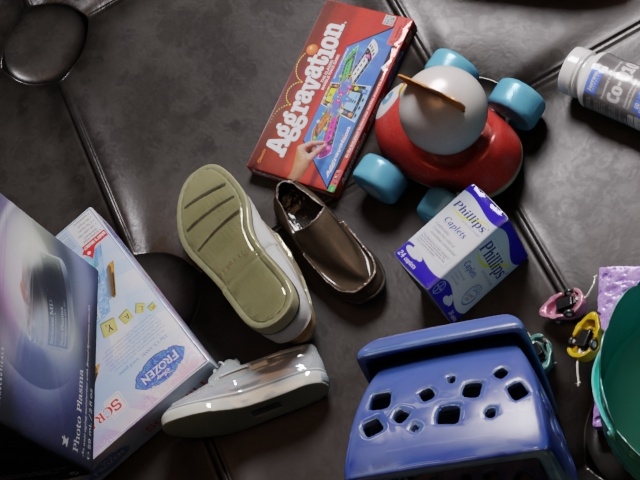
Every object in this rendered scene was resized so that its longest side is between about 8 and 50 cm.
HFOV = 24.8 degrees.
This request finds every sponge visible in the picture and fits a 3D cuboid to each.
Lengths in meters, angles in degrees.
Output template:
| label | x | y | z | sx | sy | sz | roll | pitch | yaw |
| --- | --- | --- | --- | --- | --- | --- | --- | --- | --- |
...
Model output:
| label | x | y | z | sx | sy | sz | roll | pitch | yaw |
| --- | --- | --- | --- | --- | --- | --- | --- | --- | --- |
| sponge | 0.396 | 0.132 | 1.771 | 0.117 | 0.031 | 0.210 | -1 | 68 | 20 |

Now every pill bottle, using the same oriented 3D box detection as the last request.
| label | x | y | z | sx | sy | sz | roll | pitch | yaw |
| --- | --- | --- | --- | --- | --- | --- | --- | --- | --- |
| pill bottle | 0.384 | -0.199 | 1.893 | 0.137 | 0.078 | 0.078 | 27 | 79 | 27 |

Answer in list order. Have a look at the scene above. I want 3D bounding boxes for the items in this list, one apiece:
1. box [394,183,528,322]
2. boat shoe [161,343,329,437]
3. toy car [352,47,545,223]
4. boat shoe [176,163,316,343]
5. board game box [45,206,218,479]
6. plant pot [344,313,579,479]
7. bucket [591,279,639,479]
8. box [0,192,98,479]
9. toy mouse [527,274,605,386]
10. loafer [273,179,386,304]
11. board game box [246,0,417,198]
| label | x | y | z | sx | sy | sz | roll | pitch | yaw |
| --- | --- | --- | --- | --- | --- | --- | --- | --- | --- |
| box | 0.181 | 0.019 | 1.842 | 0.137 | 0.126 | 0.072 | -42 | 60 | -1 |
| boat shoe | -0.101 | 0.194 | 1.901 | 0.227 | 0.079 | 0.081 | -17 | 56 | 5 |
| toy car | 0.146 | -0.164 | 1.870 | 0.210 | 0.238 | 0.219 | 30 | 79 | 28 |
| boat shoe | -0.101 | 0.026 | 1.954 | 0.113 | 0.103 | 0.302 | -36 | 52 | 9 |
| board game box | -0.345 | 0.168 | 1.997 | 0.318 | 0.066 | 0.318 | -40 | 61 | 0 |
| plant pot | 0.169 | 0.228 | 1.695 | 0.236 | 0.236 | 0.212 | -13 | 49 | 14 |
| bucket | 0.439 | 0.163 | 1.628 | 0.281 | 0.183 | 0.281 | -1 | 70 | 4 |
| box | -0.421 | 0.132 | 1.833 | 0.182 | 0.294 | 0.296 | -10 | 66 | 16 |
| toy mouse | 0.296 | 0.115 | 1.806 | 0.143 | 0.031 | 0.161 | -4 | 55 | 48 |
| loafer | 0.000 | 0.000 | 1.941 | 0.080 | 0.078 | 0.220 | -44 | 61 | -3 |
| board game box | 0.017 | -0.204 | 2.055 | 0.145 | 0.027 | 0.281 | 17 | 74 | 26 |
